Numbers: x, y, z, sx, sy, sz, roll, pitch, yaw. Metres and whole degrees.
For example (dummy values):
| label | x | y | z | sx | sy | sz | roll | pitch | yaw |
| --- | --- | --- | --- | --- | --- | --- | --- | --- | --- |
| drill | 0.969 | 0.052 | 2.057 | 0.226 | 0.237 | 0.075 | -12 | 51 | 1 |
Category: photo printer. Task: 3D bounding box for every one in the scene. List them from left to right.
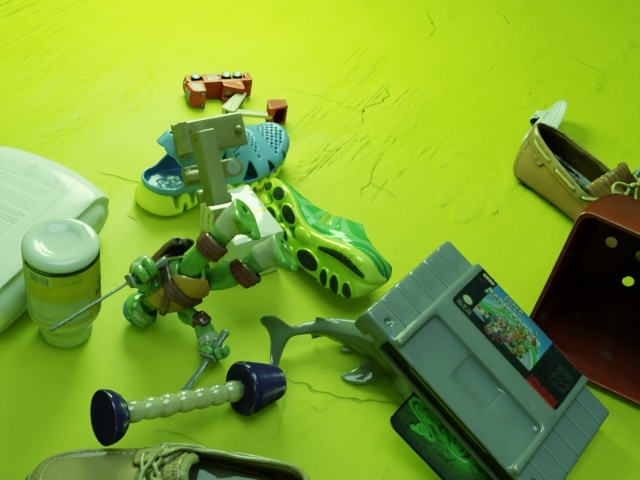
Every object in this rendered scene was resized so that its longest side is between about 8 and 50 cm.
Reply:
| label | x | y | z | sx | sy | sz | roll | pitch | yaw |
| --- | --- | --- | --- | --- | --- | --- | --- | --- | --- |
| photo printer | -0.499 | -0.024 | 1.292 | 0.256 | 0.107 | 0.307 | 22 | 43 | 10 |

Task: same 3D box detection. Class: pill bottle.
| label | x | y | z | sx | sy | sz | roll | pitch | yaw |
| --- | --- | --- | --- | --- | --- | --- | --- | --- | --- |
| pill bottle | -0.361 | 0.065 | 1.175 | 0.103 | 0.184 | 0.103 | 7 | 43 | -6 |

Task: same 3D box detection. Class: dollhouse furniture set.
| label | x | y | z | sx | sy | sz | roll | pitch | yaw |
| --- | --- | --- | --- | --- | --- | --- | --- | --- | --- |
| dollhouse furniture set | -0.147 | -0.134 | 1.330 | 0.123 | 0.144 | 0.151 | -14 | 6 | -23 |

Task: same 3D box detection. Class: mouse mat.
| label | x | y | z | sx | sy | sz | roll | pitch | yaw |
| --- | --- | --- | --- | --- | --- | --- | --- | --- | --- |
| mouse mat | 0.202 | 0.278 | 1.177 | 0.190 | 0.007 | 0.152 | 44 | 50 | 10 |

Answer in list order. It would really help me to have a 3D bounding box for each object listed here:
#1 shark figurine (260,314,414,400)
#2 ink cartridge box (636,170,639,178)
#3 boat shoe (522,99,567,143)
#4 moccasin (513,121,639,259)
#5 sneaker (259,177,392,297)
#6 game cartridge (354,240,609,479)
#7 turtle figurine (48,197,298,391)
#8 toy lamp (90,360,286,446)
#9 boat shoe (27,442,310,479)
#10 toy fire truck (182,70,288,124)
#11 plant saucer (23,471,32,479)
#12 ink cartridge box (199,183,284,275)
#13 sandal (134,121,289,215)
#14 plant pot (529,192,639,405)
| label | x | y | z | sx | sy | sz | roll | pitch | yaw |
| --- | --- | --- | --- | --- | --- | --- | --- | --- | --- |
| shark figurine | 0.057 | 0.139 | 1.252 | 0.278 | 0.116 | 0.166 | 20 | 42 | 5 |
| ink cartridge box | 0.741 | -0.060 | 1.643 | 0.224 | 0.045 | 0.223 | 2 | 36 | -52 |
| boat shoe | 0.481 | -0.251 | 1.802 | 0.063 | 0.066 | 0.184 | 25 | 54 | 12 |
| moccasin | 0.543 | -0.095 | 1.583 | 0.139 | 0.147 | 0.380 | -22 | 53 | -32 |
| sneaker | 0.000 | 0.000 | 1.409 | 0.295 | 0.109 | 0.123 | 42 | 24 | 32 |
| game cartridge | 0.241 | 0.182 | 1.207 | 0.355 | 0.068 | 0.230 | 47 | 54 | 7 |
| turtle figurine | -0.173 | 0.086 | 1.168 | 0.198 | 0.266 | 0.274 | 53 | 15 | -6 |
| toy lamp | -0.164 | 0.209 | 1.112 | 0.275 | 0.080 | 0.080 | -2 | 41 | -42 |
| boat shoe | -0.183 | 0.294 | 1.020 | 0.341 | 0.110 | 0.121 | 6 | 45 | -11 |
| toy fire truck | -0.173 | -0.284 | 1.687 | 0.192 | 0.047 | 0.135 | -6 | 47 | -19 |
| plant saucer | -0.332 | 0.317 | 1.040 | 0.083 | 0.015 | 0.083 | 7 | 43 | -7 |
| ink cartridge box | -0.137 | -0.017 | 1.382 | 0.090 | 0.092 | 0.143 | -18 | 50 | -28 |
| sandal | -0.180 | -0.153 | 1.484 | 0.317 | 0.138 | 0.126 | -28 | 54 | -37 |
| plant pot | 0.505 | 0.071 | 1.339 | 0.267 | 0.267 | 0.236 | 25 | 32 | 12 |
